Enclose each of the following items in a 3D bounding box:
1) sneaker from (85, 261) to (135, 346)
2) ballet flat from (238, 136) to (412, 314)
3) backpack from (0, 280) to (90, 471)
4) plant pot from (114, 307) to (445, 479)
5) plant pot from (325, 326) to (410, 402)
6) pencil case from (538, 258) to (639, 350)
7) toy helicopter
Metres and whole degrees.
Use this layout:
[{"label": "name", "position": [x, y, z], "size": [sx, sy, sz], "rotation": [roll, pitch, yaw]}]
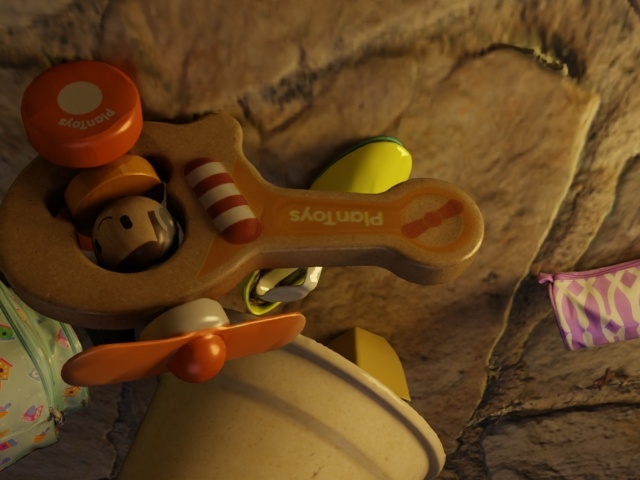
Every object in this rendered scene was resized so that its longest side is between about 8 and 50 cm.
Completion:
[{"label": "sneaker", "position": [-0.198, 0.069, 0.867], "size": [0.089, 0.051, 0.170], "rotation": [-5, 142, 11]}, {"label": "ballet flat", "position": [0.000, 0.000, 0.758], "size": [0.077, 0.077, 0.231], "rotation": [24, 137, -32]}, {"label": "backpack", "position": [-0.309, 0.114, 0.817], "size": [0.144, 0.166, 0.188], "rotation": [-29, 157, -21]}, {"label": "plant pot", "position": [-0.088, 0.284, 0.855], "size": [0.334, 0.305, 0.334], "rotation": [24, 152, 13]}, {"label": "plant pot", "position": [0.044, 0.148, 0.969], "size": [0.081, 0.083, 0.081], "rotation": [26, 137, -33]}, {"label": "pencil case", "position": [0.332, 0.049, 0.848], "size": [0.206, 0.086, 0.088], "rotation": [-18, 108, 18]}, {"label": "toy helicopter", "position": [-0.054, 0.003, 0.621], "size": [0.355, 0.235, 0.140], "rotation": [1, 145, -5]}]
